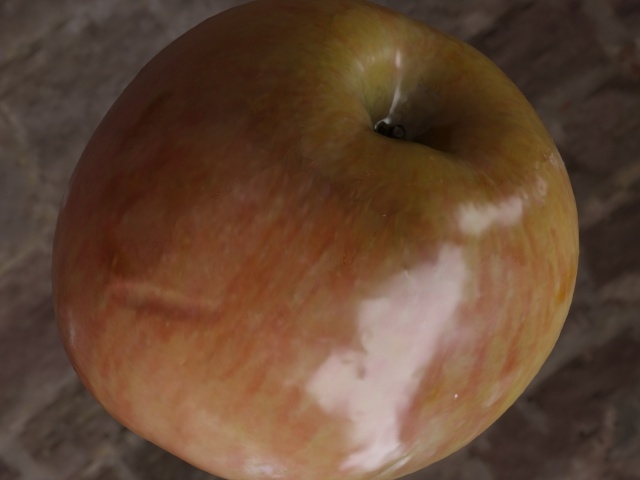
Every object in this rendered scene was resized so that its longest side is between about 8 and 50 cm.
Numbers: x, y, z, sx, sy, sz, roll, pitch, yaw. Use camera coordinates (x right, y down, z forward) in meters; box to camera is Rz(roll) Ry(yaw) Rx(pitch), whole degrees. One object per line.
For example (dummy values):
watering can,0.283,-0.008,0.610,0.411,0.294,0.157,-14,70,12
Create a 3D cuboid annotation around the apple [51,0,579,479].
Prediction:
apple,0.000,0.000,1.427,0.391,0.391,0.346,-44,166,-54
